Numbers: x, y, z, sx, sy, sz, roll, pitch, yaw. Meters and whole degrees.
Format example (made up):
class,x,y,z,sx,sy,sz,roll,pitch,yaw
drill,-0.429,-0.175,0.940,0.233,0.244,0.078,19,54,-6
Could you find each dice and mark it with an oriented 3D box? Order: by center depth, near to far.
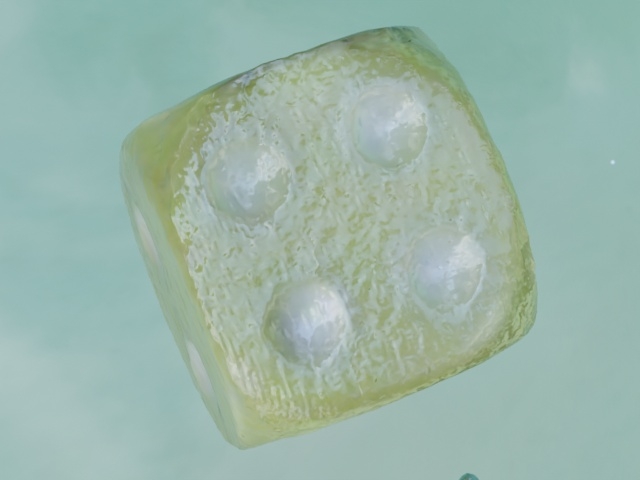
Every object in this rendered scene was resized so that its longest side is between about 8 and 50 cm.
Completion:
class,x,y,z,sx,sy,sz,roll,pitch,yaw
dice,0.000,0.000,0.839,0.166,0.169,0.169,-21,88,-13

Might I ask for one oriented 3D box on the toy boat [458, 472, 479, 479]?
class,x,y,z,sx,sy,sz,roll,pitch,yaw
toy boat,0.197,0.309,1.329,0.276,0.111,0.084,39,66,12
